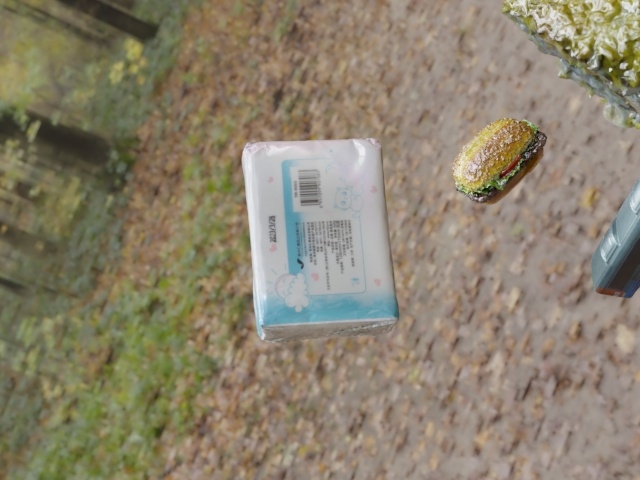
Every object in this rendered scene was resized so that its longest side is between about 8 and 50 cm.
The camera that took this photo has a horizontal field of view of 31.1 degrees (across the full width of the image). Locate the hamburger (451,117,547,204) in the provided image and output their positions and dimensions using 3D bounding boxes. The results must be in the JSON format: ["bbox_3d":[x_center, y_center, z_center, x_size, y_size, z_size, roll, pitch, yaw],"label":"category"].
[{"bbox_3d":[0.293,-0.138,1.903,0.166,0.087,0.137,-45,26,-2],"label":"hamburger"}]

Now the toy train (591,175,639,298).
[{"bbox_3d":[0.524,-0.054,1.800,0.409,0.089,0.086,103,173,-54],"label":"toy train"}]

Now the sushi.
[{"bbox_3d":[0.553,-0.357,2.051,0.240,0.351,0.396,-49,47,6],"label":"sushi"}]

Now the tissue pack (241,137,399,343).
[{"bbox_3d":[-0.003,0.000,1.600,0.124,0.201,0.271,116,151,-72],"label":"tissue pack"}]
